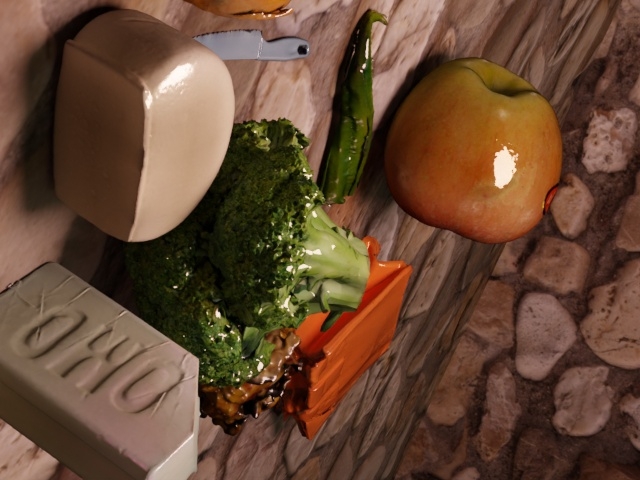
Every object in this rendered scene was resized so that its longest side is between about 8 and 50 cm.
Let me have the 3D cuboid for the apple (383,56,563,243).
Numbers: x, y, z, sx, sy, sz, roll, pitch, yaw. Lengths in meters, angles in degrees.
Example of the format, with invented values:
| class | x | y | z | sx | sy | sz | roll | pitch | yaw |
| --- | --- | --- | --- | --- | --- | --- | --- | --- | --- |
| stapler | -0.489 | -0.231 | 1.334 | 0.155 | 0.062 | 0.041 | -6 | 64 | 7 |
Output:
| class | x | y | z | sx | sy | sz | roll | pitch | yaw |
| --- | --- | --- | --- | --- | --- | --- | --- | --- | --- |
| apple | 0.289 | -0.169 | 2.162 | 0.338 | 0.338 | 0.305 | -13 | 126 | -65 |

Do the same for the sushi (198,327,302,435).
| class | x | y | z | sx | sy | sz | roll | pitch | yaw |
| --- | --- | --- | --- | --- | --- | --- | --- | --- | --- |
| sushi | -0.136 | 0.172 | 1.787 | 0.213 | 0.200 | 0.204 | -45 | 164 | -24 |

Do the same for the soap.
| class | x | y | z | sx | sy | sz | roll | pitch | yaw |
| --- | --- | --- | --- | --- | --- | --- | --- | --- | --- |
| soap | -0.253 | 0.161 | 1.329 | 0.173 | 0.289 | 0.095 | -41 | 155 | -43 |

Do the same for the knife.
| class | x | y | z | sx | sy | sz | roll | pitch | yaw |
| --- | --- | --- | --- | --- | --- | --- | --- | --- | --- |
| knife | -0.085 | -0.257 | 1.568 | 0.313 | 0.019 | 0.044 | -19 | 128 | -62 |

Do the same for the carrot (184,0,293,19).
| class | x | y | z | sx | sy | sz | roll | pitch | yaw |
| --- | --- | --- | --- | --- | --- | --- | --- | --- | --- |
| carrot | -0.054 | -0.395 | 1.098 | 0.224 | 0.224 | 0.340 | -42 | 169 | -42 |

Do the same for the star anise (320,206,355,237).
| class | x | y | z | sx | sy | sz | roll | pitch | yaw |
| --- | --- | --- | --- | --- | --- | --- | --- | --- | --- |
| star anise | 0.000 | 0.000 | 2.157 | 0.227 | 0.218 | 0.148 | -165 | -109 | -70 |

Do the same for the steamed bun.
| class | x | y | z | sx | sy | sz | roll | pitch | yaw |
| --- | --- | --- | --- | --- | --- | --- | --- | --- | --- |
| steamed bun | -0.187 | -0.130 | 1.288 | 0.164 | 0.146 | 0.241 | -34 | 149 | -43 |

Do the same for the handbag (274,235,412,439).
| class | x | y | z | sx | sy | sz | roll | pitch | yaw |
| --- | --- | --- | --- | --- | --- | --- | --- | --- | --- |
| handbag | 0.036 | 0.198 | 2.345 | 0.303 | 0.116 | 0.410 | -45 | 162 | -28 |

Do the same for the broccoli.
| class | x | y | z | sx | sy | sz | roll | pitch | yaw |
| --- | --- | --- | --- | --- | --- | --- | --- | --- | --- |
| broccoli | -0.099 | 0.014 | 1.513 | 0.310 | 0.321 | 0.413 | -15 | 145 | -25 |

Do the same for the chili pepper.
| class | x | y | z | sx | sy | sz | roll | pitch | yaw |
| --- | --- | --- | --- | --- | --- | --- | --- | --- | --- |
| chili pepper | 0.058 | -0.204 | 1.935 | 0.085 | 0.076 | 0.359 | -16 | 138 | -29 |
